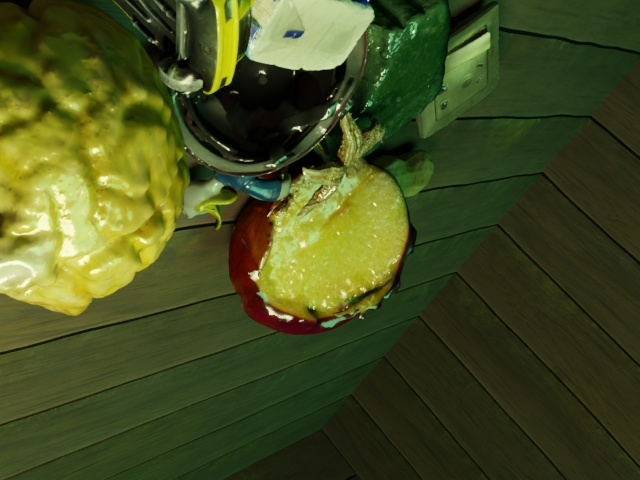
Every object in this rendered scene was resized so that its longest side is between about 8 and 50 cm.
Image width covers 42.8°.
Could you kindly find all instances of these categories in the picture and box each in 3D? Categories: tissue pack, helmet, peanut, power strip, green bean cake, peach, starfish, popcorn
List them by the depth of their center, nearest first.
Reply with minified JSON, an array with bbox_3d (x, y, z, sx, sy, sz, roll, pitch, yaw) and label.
[{"bbox_3d":[-0.321,-0.102,0.993,0.390,0.344,0.354,-4,144,-49],"label":"popcorn"},{"bbox_3d":[-0.087,-0.343,1.030,0.137,0.270,0.209,-47,161,28],"label":"tissue pack"},{"bbox_3d":[-0.081,-0.259,1.263,0.338,0.271,0.197,-54,-176,6],"label":"helmet"},{"bbox_3d":[0.032,-0.137,1.426,0.236,0.062,0.277,-48,169,-11],"label":"starfish"},{"bbox_3d":[0.086,-0.322,1.519,0.300,0.169,0.308,-37,158,-16],"label":"green bean cake"},{"bbox_3d":[0.000,0.000,1.767,0.416,0.339,0.353,-33,-156,26],"label":"peach"},{"bbox_3d":[0.295,-0.391,1.846,0.257,0.092,0.251,-34,149,-16],"label":"power strip"},{"bbox_3d":[0.187,-0.160,2.073,0.290,0.130,0.130,-22,152,-47],"label":"peanut"}]

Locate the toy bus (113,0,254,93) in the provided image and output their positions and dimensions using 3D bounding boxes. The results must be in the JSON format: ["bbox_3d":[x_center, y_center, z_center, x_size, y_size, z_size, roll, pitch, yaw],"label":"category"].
[{"bbox_3d":[-0.172,-0.311,0.864,0.152,0.330,0.144,-34,158,-28],"label":"toy bus"}]

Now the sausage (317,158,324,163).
[{"bbox_3d":[0.040,-0.200,1.859,0.158,0.042,0.036,-45,114,5],"label":"sausage"}]

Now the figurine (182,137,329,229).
[{"bbox_3d":[-0.159,-0.146,1.511,0.338,0.205,0.283,-31,167,6],"label":"figurine"}]
